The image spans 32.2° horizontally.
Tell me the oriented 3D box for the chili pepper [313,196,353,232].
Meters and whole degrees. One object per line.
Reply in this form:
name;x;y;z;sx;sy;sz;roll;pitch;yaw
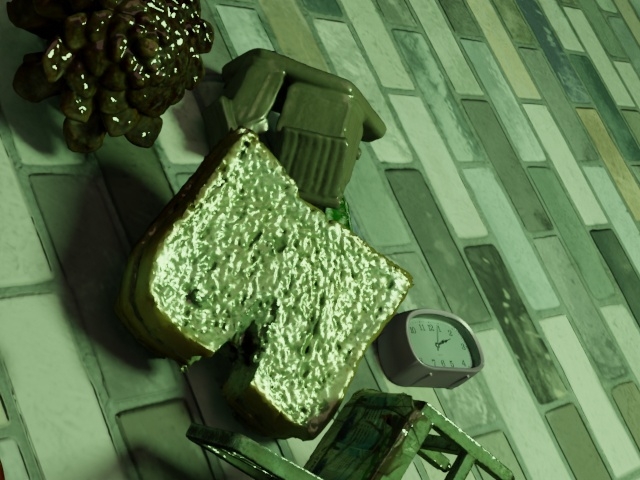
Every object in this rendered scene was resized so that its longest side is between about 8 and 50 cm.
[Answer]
chili pepper;0.000;0.000;1.365;0.088;0.059;0.227;26;41;-22

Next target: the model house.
model house;-0.034;-0.132;1.373;0.229;0.122;0.188;20;55;-5

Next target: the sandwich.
sandwich;-0.064;0.055;1.170;0.273;0.095;0.249;42;61;-17

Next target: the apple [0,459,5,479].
apple;-0.320;0.171;0.810;0.156;0.147;0.158;-28;70;-21

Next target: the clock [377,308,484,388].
clock;0.139;0.129;1.413;0.152;0.050;0.110;9;55;-43

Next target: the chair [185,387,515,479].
chair;0.031;0.203;1.063;0.270;0.136;0.147;39;70;-17

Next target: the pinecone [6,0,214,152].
pinecone;-0.228;-0.217;1.185;0.229;0.202;0.201;-30;60;-33
